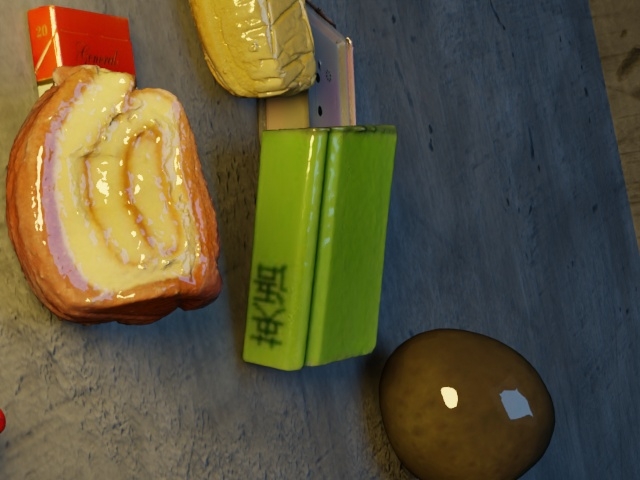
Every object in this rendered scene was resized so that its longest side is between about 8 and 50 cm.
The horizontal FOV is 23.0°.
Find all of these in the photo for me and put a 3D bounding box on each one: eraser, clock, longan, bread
[{"bbox_3d":[0.000,0.000,1.805,0.210,0.092,0.274,-7,104,-62],"label":"eraser"},{"bbox_3d":[-0.015,-0.182,1.951,0.147,0.071,0.192,29,55,-61],"label":"clock"},{"bbox_3d":[0.188,0.224,2.091,0.215,0.246,0.246,-46,124,-47],"label":"longan"},{"bbox_3d":[-0.187,-0.041,1.390,0.190,0.123,0.244,-15,90,-27],"label":"bread"},{"bbox_3d":[-0.086,-0.272,1.778,0.140,0.106,0.236,-34,112,-64],"label":"bread"}]

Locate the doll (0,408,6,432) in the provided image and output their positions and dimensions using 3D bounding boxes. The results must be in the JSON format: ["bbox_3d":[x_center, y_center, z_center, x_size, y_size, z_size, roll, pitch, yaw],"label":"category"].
[{"bbox_3d":[-0.298,0.202,1.162,0.245,0.076,0.142,-80,149,-46],"label":"doll"}]

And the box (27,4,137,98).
[{"bbox_3d":[-0.215,-0.098,1.509,0.139,0.035,0.245,-8,88,-65],"label":"box"}]
